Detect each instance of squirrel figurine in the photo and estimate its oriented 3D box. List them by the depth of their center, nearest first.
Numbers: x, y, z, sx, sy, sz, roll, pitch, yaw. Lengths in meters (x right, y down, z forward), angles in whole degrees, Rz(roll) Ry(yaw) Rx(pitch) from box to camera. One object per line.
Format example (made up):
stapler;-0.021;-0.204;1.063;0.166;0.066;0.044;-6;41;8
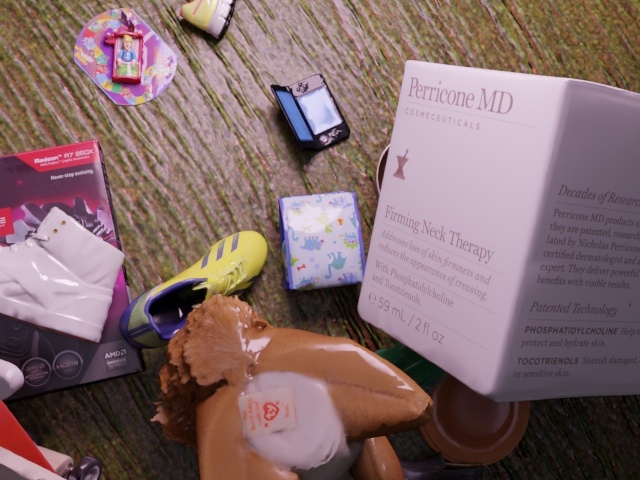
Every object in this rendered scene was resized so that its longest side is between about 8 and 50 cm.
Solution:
squirrel figurine;-0.051;0.262;1.209;0.397;0.370;0.281;37;78;23

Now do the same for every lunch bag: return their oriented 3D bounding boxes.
lunch bag;0.000;0.000;1.363;0.128;0.096;0.151;-6;92;-10

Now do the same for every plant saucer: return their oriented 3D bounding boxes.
plant saucer;0.253;0.272;1.391;0.199;0.037;0.200;1;81;-8

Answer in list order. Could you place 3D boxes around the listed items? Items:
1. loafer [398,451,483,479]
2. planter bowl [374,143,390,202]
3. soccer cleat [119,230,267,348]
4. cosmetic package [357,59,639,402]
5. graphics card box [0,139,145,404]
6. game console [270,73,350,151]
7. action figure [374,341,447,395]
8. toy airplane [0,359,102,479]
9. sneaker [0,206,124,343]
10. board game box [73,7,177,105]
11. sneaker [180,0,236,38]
loafer;0.180;0.365;1.349;0.170;0.062;0.061;18;93;-16
planter bowl;0.159;-0.090;1.395;0.162;0.109;0.162;1;82;-9
soccer cleat;-0.170;0.071;1.277;0.289;0.121;0.093;-36;100;-37
cosmetic package;0.297;-0.024;1.193;0.327;0.329;0.394;4;102;-31
graphics card box;-0.417;0.046;1.291;0.232;0.094;0.371;-11;84;-11
game console;-0.015;-0.216;1.406;0.107;0.071;0.122;-25;87;-12
action figure;0.155;0.203;1.359;0.232;0.063;0.137;-31;53;-6
toy airplane;-0.455;0.300;1.069;0.384;0.386;0.272;42;53;-16
sneaker;-0.429;0.024;1.198;0.292;0.108;0.169;20;77;-15
board game box;-0.322;-0.306;1.390;0.133;0.033;0.169;-44;89;-13
sneaker;-0.176;-0.448;1.412;0.094;0.081;0.209;17;80;-4
